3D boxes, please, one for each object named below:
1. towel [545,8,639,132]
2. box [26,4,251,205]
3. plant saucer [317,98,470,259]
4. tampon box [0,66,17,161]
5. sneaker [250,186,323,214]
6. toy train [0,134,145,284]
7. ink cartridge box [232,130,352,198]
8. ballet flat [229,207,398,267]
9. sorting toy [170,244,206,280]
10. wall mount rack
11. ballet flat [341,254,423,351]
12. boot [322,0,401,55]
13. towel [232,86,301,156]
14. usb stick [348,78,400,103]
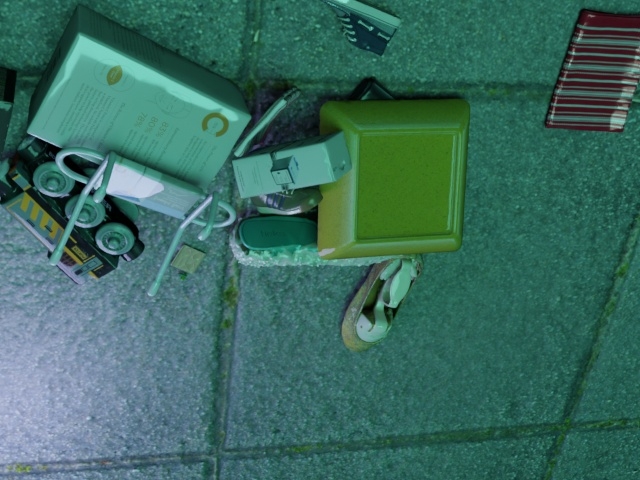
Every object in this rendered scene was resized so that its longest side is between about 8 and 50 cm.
[{"bbox_3d":[0.613,-0.362,1.982,0.199,0.031,0.274,2,121,-16],"label":"towel"},{"bbox_3d":[-0.339,-0.248,1.709,0.345,0.168,0.215,25,112,-26],"label":"box"},{"bbox_3d":[0.165,-0.119,1.877,0.333,0.081,0.332,-4,105,-18],"label":"plant saucer"},{"bbox_3d":[-0.611,-0.236,1.647,0.102,0.161,0.120,11,117,-21],"label":"tampon box"},{"bbox_3d":[-0.086,-0.103,1.878,0.064,0.192,0.086,-50,120,-31],"label":"sneaker"},{"bbox_3d":[-0.502,-0.058,1.811,0.190,0.142,0.334,-29,124,15],"label":"toy train"},{"bbox_3d":[-0.052,-0.146,1.757,0.191,0.139,0.082,-11,102,19],"label":"ink cartridge box"},{"bbox_3d":[0.000,0.000,2.002,0.409,0.147,0.146,0,121,-12],"label":"ballet flat"},{"bbox_3d":[-0.296,0.051,2.002,0.062,0.012,0.083,24,109,-32],"label":"sorting toy"},{"bbox_3d":[-0.348,-0.031,1.703,0.350,0.130,0.304,21,148,-22],"label":"wall mount rack"},{"bbox_3d":[0.143,0.143,2.120,0.123,0.123,0.348,13,117,-22],"label":"ballet flat"},{"bbox_3d":[0.062,-0.423,1.767,0.190,0.069,0.086,17,113,-26],"label":"boot"},{"bbox_3d":[-0.098,-0.231,1.776,0.029,0.197,0.144,41,106,-5],"label":"towel"},{"bbox_3d":[0.176,-0.241,1.930,0.278,0.045,0.077,33,100,-30],"label":"usb stick"}]
